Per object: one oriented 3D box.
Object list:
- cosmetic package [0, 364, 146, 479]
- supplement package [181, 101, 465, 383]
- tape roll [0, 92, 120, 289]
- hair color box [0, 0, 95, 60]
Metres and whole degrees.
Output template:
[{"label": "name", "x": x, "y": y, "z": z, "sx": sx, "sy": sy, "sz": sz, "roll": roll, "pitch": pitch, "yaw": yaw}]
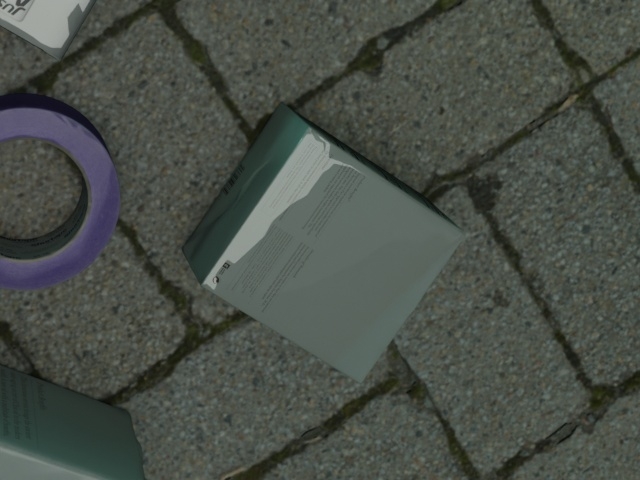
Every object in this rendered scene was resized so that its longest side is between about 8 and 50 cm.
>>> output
[{"label": "cosmetic package", "x": -0.413, "y": 0.201, "z": 1.623, "sx": 0.453, "sy": 0.230, "sz": 0.161, "roll": 22, "pitch": 100, "yaw": -16}, {"label": "supplement package", "x": 0.000, "y": 0.000, "z": 1.697, "sx": 0.203, "sy": 0.149, "sz": 0.194, "roll": 33, "pitch": 96, "yaw": -19}, {"label": "tape roll", "x": -0.299, "y": -0.050, "z": 1.655, "sx": 0.189, "sy": 0.080, "sz": 0.189, "roll": -3, "pitch": 107, "yaw": -11}, {"label": "hair color box", "x": -0.237, "y": -0.367, "z": 1.564, "sx": 0.174, "sy": 0.105, "sz": 0.347, "roll": 30, "pitch": 97, "yaw": -15}]
